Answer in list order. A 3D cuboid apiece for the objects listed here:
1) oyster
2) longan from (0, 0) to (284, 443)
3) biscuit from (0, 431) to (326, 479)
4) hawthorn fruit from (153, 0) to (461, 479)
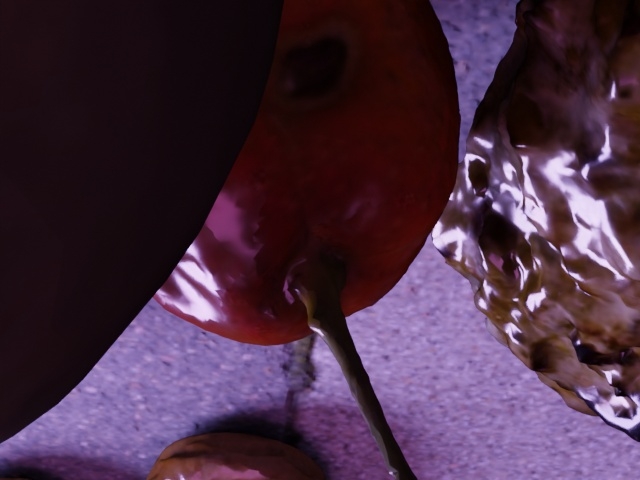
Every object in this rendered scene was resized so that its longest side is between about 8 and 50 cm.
[{"bbox_3d":[0.159,-0.039,0.578,0.204,0.111,0.396,25,143,-11],"label":"oyster"},{"bbox_3d":[-0.202,-0.101,0.418,0.405,0.336,0.404,15,140,13],"label":"longan"},{"bbox_3d":[-0.126,0.196,1.017,0.277,0.052,0.262,3,137,2],"label":"biscuit"},{"bbox_3d":[0.000,0.000,0.574,0.165,0.285,0.165,-16,147,-11],"label":"hawthorn fruit"}]
